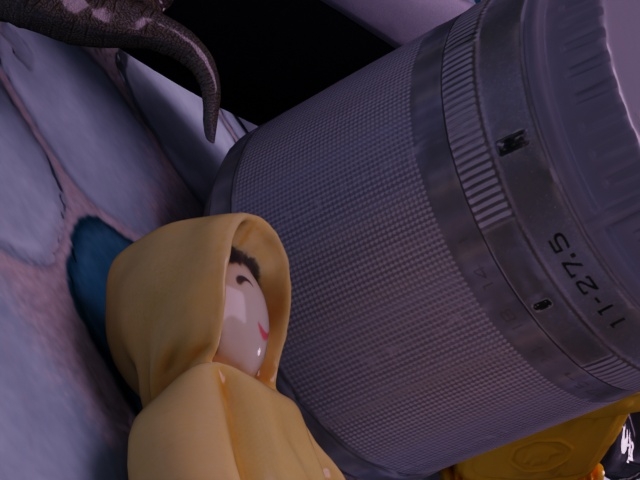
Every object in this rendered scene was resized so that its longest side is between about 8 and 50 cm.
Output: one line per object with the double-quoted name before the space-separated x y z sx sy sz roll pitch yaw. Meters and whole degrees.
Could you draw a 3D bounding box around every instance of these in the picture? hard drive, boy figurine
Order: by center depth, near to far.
"boy figurine" -0.015 0.116 0.734 0.177 0.092 0.285 33 30 -55
"hard drive" -0.032 -0.133 1.018 0.255 0.172 0.054 28 59 -28

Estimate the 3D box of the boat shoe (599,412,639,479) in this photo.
"boat shoe" 0.182 0.064 1.516 0.113 0.127 0.340 -6 64 -50

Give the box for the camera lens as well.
"camera lens" 0.091 -0.006 0.931 0.219 0.274 0.219 34 43 -38

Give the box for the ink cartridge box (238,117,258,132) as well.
"ink cartridge box" 0.028 -0.037 1.330 0.224 0.056 0.181 54 14 -7

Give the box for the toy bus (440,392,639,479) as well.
"toy bus" 0.131 0.075 1.196 0.211 0.150 0.220 98 -11 -47

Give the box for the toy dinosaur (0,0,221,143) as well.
"toy dinosaur" -0.165 -0.164 0.861 0.160 0.121 0.313 -7 69 -62
